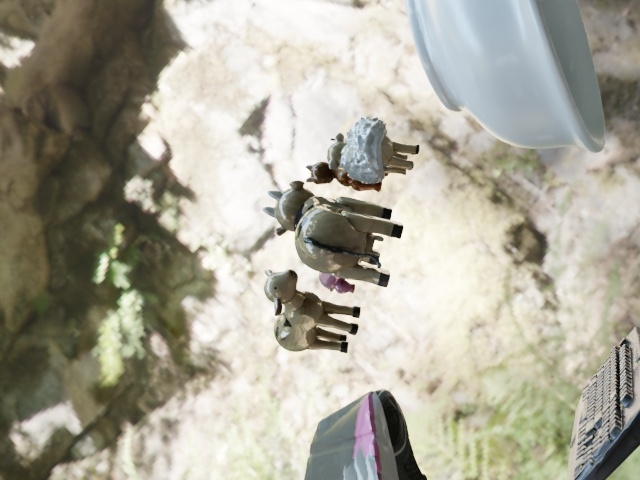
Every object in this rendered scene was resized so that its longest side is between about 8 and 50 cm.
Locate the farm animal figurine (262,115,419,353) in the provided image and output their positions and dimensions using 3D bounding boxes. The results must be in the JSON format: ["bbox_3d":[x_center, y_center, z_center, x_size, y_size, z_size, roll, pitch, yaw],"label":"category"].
[{"bbox_3d":[0.000,0.000,1.503,0.327,0.172,0.331,170,111,-81],"label":"farm animal figurine"}]

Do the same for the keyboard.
[{"bbox_3d":[0.304,0.131,1.027,0.201,0.033,0.317,-50,-6,16],"label":"keyboard"}]

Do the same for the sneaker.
[{"bbox_3d":[0.046,0.164,0.542,0.077,0.178,0.072,-4,-9,-36],"label":"sneaker"}]

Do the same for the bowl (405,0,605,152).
[{"bbox_3d":[0.171,-0.211,1.039,0.134,0.298,0.298,-16,-13,22],"label":"bowl"}]
